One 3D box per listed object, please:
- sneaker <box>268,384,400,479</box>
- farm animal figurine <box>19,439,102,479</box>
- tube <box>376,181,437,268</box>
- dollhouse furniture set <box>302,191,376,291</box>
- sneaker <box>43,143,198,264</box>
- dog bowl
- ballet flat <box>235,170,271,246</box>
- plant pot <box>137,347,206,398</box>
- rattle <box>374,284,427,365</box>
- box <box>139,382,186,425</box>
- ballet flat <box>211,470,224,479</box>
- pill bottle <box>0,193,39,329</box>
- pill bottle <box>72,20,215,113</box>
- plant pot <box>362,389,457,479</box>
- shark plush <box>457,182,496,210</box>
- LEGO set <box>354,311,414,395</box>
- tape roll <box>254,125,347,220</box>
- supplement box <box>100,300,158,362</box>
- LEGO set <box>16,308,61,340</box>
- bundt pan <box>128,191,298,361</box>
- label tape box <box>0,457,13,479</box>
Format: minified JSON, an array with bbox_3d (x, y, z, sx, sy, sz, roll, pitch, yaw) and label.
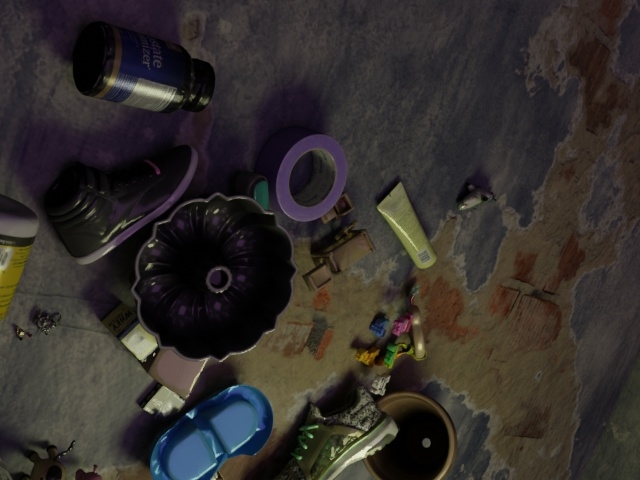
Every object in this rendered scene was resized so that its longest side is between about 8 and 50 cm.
[{"bbox_3d":[-0.010,0.502,1.949,0.410,0.158,0.182,-29,92,-22],"label":"sneaker"},{"bbox_3d":[-0.518,0.590,1.459,0.327,0.172,0.330,-34,116,-16],"label":"farm animal figurine"},{"bbox_3d":[0.218,-0.031,1.933,0.240,0.062,0.070,56,27,-36],"label":"tube"},{"bbox_3d":[0.000,0.000,1.753,0.182,0.101,0.160,-33,103,-26],"label":"dollhouse furniture set"},{"bbox_3d":[-0.351,-0.100,1.366,0.296,0.105,0.146,-42,136,-13],"label":"sneaker"},{"bbox_3d":[-0.244,0.429,1.692,0.297,0.074,0.165,-34,107,-26],"label":"dog bowl"},{"bbox_3d":[-0.136,-0.048,1.607,0.072,0.068,0.213,-34,134,-38],"label":"ballet flat"},{"bbox_3d":[-0.302,0.236,1.569,0.096,0.109,0.109,29,89,-32],"label":"plant pot"},{"bbox_3d":[0.206,0.218,2.034,0.130,0.143,0.199,-63,147,-60],"label":"rattle"},{"bbox_3d":[-0.332,0.344,1.644,0.067,0.018,0.083,-49,133,-13],"label":"box"},{"bbox_3d":[-0.250,0.541,1.770,0.073,0.067,0.206,-40,130,-20],"label":"ballet flat"},{"bbox_3d":[-0.577,0.086,1.197,0.188,0.188,0.333,18,97,-44],"label":"pill bottle"},{"bbox_3d":[-0.294,-0.284,1.322,0.219,0.123,0.122,6,105,-43],"label":"pill bottle"},{"bbox_3d":[0.263,0.548,2.118,0.263,0.263,0.229,-61,151,-2],"label":"plant pot"},{"bbox_3d":[0.422,-0.112,2.093,0.161,0.073,0.067,-18,142,-58],"label":"shark plush"},{"bbox_3d":[0.144,0.278,1.978,0.093,0.087,0.227,5,106,-58],"label":"LEGO set"},{"bbox_3d":[-0.039,-0.141,1.638,0.189,0.080,0.188,-19,121,-34],"label":"tape roll"},{"bbox_3d":[-0.363,0.175,1.496,0.056,0.083,0.083,-45,132,-16],"label":"supplement box"},{"bbox_3d":[-0.504,0.156,1.406,0.083,0.023,0.054,-40,130,-21],"label":"LEGO set"},{"bbox_3d":[-0.218,0.059,1.496,0.331,0.124,0.330,-8,106,-28],"label":"bundt pan"},{"bbox_3d":[-0.584,0.398,1.219,0.115,0.348,0.249,-49,133,-13],"label":"label tape box"}]
